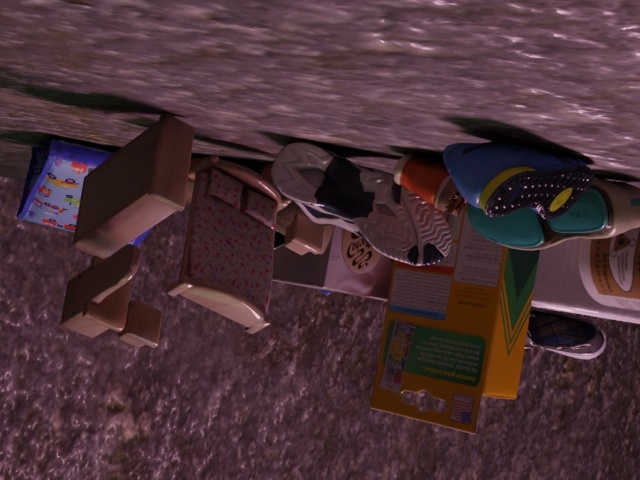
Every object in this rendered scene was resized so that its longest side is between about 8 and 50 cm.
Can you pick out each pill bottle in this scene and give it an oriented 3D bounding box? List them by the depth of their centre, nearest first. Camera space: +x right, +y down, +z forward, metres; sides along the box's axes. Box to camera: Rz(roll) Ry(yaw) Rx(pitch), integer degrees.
[{"bbox_3d":[0.419,0.022,1.512,0.131,0.131,0.229,12,177,-39],"label":"pill bottle"}]

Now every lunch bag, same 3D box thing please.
[{"bbox_3d":[-0.363,-0.096,2.210,0.221,0.138,0.293,14,167,-19],"label":"lunch bag"}]

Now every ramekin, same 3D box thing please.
[{"bbox_3d":[0.395,0.044,2.054,0.277,0.135,0.277,10,178,0],"label":"ramekin"}]

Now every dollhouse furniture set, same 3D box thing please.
[{"bbox_3d":[-0.105,0.014,1.639,0.355,0.303,0.174,27,141,-31],"label":"dollhouse furniture set"}]

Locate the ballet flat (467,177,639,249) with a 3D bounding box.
[{"bbox_3d":[0.269,-0.035,1.499,0.086,0.086,0.248,11,176,-32],"label":"ballet flat"}]

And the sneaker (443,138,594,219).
[{"bbox_3d":[0.194,-0.069,1.294,0.209,0.069,0.082,-1,-140,-52],"label":"sneaker"}]

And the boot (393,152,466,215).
[{"bbox_3d":[0.134,-0.071,1.540,0.085,0.059,0.158,27,-174,16],"label":"boot"}]

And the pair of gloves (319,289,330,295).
[{"bbox_3d":[0.000,0.000,2.230,0.023,0.159,0.198,-21,-169,24],"label":"pair of gloves"}]

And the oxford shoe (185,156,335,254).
[{"bbox_3d":[-0.118,-0.050,1.983,0.348,0.130,0.123,7,176,44],"label":"oxford shoe"}]

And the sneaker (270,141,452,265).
[{"bbox_3d":[0.049,-0.047,1.636,0.235,0.094,0.153,21,-176,-3],"label":"sneaker"}]

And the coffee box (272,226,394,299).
[{"bbox_3d":[0.055,0.004,2.112,0.119,0.168,0.297,8,176,35],"label":"coffee box"}]

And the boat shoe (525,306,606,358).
[{"bbox_3d":[0.339,0.140,2.123,0.229,0.080,0.076,12,161,20],"label":"boat shoe"}]

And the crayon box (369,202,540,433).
[{"bbox_3d":[0.191,0.096,1.866,0.083,0.323,0.203,12,177,-44],"label":"crayon box"}]
